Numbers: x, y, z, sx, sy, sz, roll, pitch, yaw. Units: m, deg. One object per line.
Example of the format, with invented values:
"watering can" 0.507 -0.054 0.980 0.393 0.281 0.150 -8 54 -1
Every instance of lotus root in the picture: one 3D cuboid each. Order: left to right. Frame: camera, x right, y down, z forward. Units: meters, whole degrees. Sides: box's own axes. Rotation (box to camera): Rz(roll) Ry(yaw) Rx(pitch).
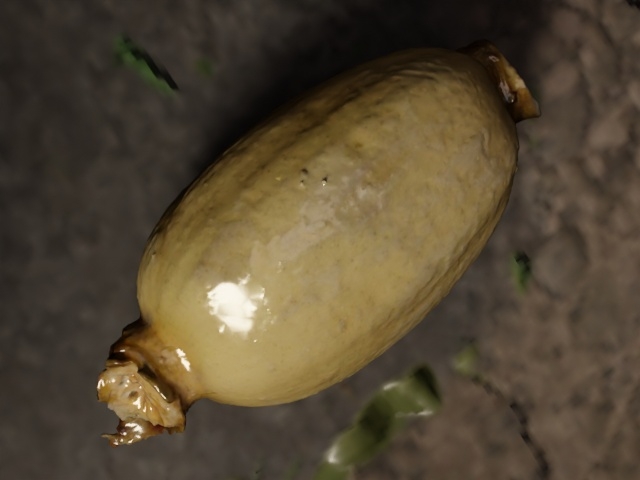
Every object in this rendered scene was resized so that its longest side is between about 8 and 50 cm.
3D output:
"lotus root" 0.000 0.000 0.383 0.150 0.073 0.062 -41 57 -12
